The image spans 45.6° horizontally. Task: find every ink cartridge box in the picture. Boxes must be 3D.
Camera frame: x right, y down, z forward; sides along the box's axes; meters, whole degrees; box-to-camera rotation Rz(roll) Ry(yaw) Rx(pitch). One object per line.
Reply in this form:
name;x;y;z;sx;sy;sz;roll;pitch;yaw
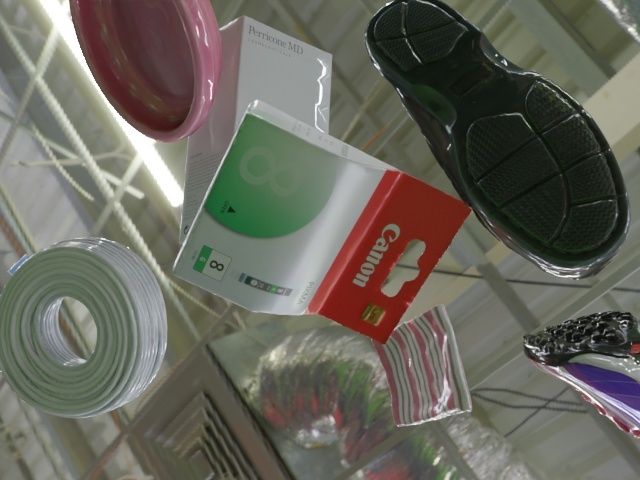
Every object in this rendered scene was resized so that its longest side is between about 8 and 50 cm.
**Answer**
ink cartridge box;0.000;0.000;0.701;0.225;0.056;0.181;26;-63;-5

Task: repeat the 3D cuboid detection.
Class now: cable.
cable;-0.348;0.124;1.093;0.257;0.089;0.257;6;-86;18

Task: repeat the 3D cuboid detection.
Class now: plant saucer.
plant saucer;-0.264;-0.320;1.184;0.332;0.084;0.332;29;-45;34

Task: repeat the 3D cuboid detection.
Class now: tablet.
tablet;-0.546;0.056;1.428;0.054;0.083;0.006;28;-69;-9

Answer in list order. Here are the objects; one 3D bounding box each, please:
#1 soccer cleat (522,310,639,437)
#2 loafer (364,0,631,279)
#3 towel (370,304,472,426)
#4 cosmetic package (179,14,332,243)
soccer cleat;0.290;0.137;0.687;0.318;0.108;0.116;-179;-109;-73
loafer;0.124;-0.074;0.545;0.096;0.084;0.267;-30;-123;0
towel;0.138;0.182;1.070;0.197;0.029;0.144;-41;-120;61
cosmetic package;-0.110;-0.170;1.353;0.156;0.217;0.385;-8;-104;48
